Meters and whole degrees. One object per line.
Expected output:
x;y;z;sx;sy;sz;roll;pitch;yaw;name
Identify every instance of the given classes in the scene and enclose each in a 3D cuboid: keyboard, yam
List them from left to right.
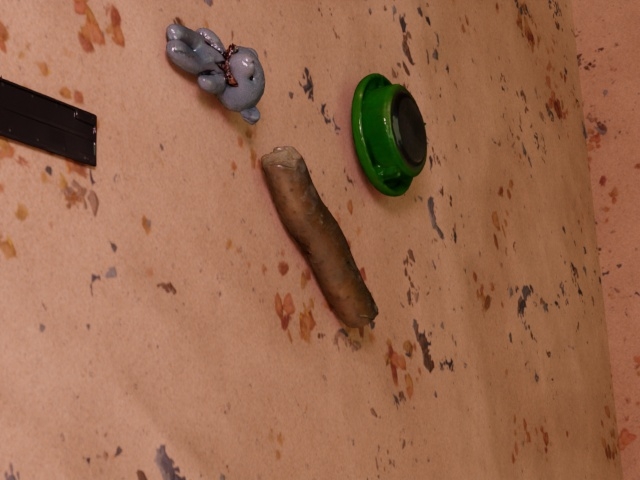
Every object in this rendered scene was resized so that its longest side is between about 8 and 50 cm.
-0.307;-0.132;1.380;0.202;0.011;0.067;19;66;-59;keyboard
0.000;0.000;1.853;0.071;0.067;0.317;-83;152;-55;yam

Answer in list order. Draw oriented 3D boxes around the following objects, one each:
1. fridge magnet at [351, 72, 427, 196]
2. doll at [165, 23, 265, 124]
0.113;-0.175;2.106;0.208;0.088;0.208;31;53;-55;fridge magnet
-0.128;-0.235;1.686;0.180;0.075;0.120;36;46;-53;doll
